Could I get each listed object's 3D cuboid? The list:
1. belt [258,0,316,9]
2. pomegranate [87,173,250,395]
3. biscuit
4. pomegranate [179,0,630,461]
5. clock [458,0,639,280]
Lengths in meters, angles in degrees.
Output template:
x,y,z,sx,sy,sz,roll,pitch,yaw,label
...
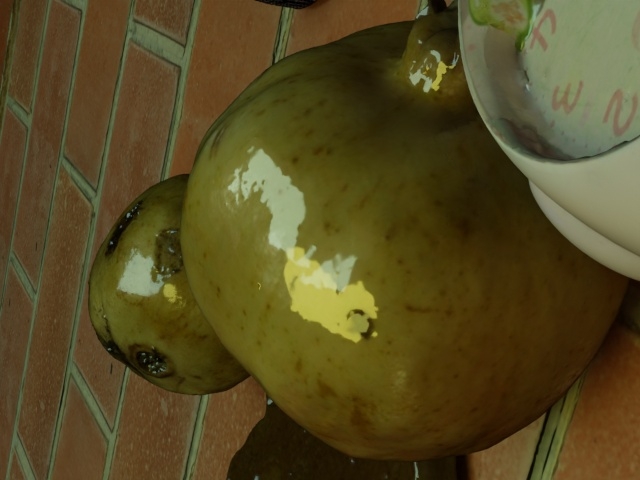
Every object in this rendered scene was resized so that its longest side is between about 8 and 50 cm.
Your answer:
x,y,z,sx,sy,sz,roll,pitch,yaw,label
-0.032,-0.436,1.239,0.260,0.122,0.325,-136,55,-61,belt
-0.148,0.053,1.257,0.260,0.260,0.260,-18,70,60,pomegranate
0.009,0.237,1.081,0.381,0.074,0.359,-29,55,58,biscuit
0.062,-0.017,0.771,0.342,0.342,0.342,-18,70,60,pomegranate
0.255,-0.119,0.511,0.377,0.250,0.368,-116,41,-54,clock
